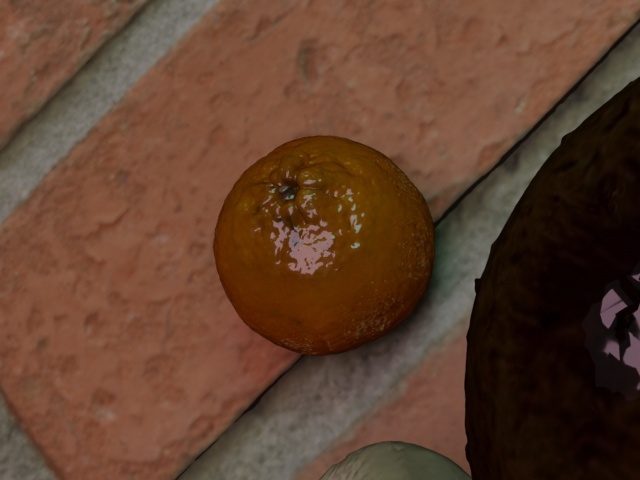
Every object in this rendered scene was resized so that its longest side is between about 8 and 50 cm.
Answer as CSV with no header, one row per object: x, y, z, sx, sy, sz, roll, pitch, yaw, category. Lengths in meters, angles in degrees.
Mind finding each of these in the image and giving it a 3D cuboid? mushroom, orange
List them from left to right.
-0.001,0.002,1.181,0.135,0.117,0.136,-9,73,30,orange
0.244,0.089,0.944,0.331,0.334,0.356,-41,54,11,mushroom

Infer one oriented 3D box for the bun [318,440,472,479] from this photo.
0.032,0.252,1.046,0.146,0.287,0.287,22,86,-15,bun
